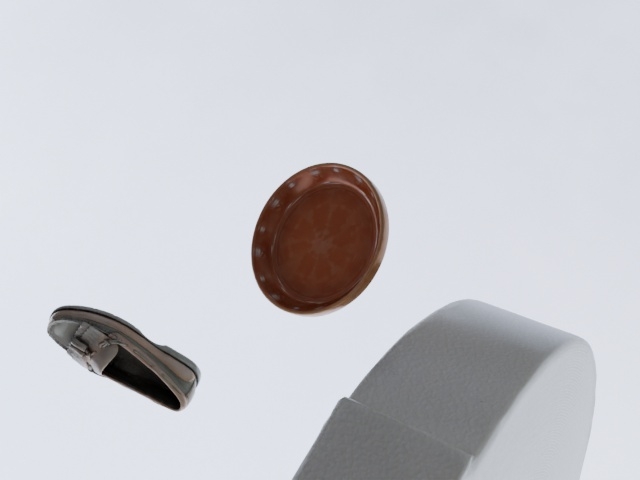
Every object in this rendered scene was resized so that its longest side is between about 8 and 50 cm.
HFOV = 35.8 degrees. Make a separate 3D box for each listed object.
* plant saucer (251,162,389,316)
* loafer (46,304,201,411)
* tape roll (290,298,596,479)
[{"bbox_3d":[0.000,0.000,0.523,0.013,0.083,0.083,28,-164,-51],"label":"plant saucer"},{"bbox_3d":[-0.150,0.090,0.751,0.125,0.045,0.039,26,-149,-10],"label":"loafer"},{"bbox_3d":[0.054,0.223,0.560,0.072,0.392,0.392,20,-139,26],"label":"tape roll"}]
